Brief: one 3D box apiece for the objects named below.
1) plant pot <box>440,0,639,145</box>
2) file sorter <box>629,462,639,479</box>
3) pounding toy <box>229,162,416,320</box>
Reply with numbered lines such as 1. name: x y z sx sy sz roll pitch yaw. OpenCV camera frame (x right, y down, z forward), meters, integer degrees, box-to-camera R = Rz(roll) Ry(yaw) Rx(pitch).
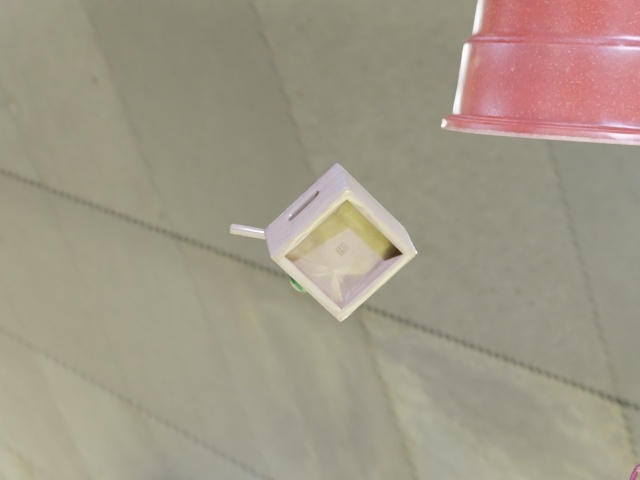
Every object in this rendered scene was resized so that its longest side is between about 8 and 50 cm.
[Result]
1. plant pot: 0.232 -0.207 1.172 0.272 0.272 0.265 12 101 56
2. file sorter: 0.499 0.364 1.787 0.202 0.290 0.182 -161 80 -78
3. pounding toy: 0.000 0.000 1.689 0.130 0.141 0.100 44 -169 -22
